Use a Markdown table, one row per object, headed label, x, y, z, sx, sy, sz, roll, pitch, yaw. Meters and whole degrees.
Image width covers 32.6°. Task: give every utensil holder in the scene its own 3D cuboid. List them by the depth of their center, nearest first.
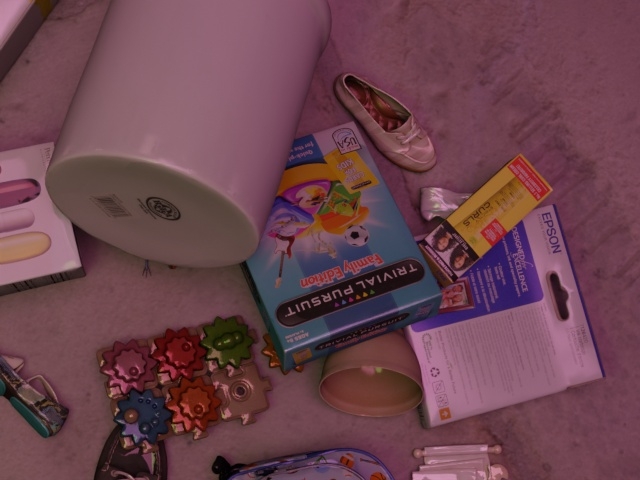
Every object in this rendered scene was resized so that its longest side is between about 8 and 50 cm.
| label | x | y | z | sx | sy | sz | roll | pitch | yaw |
| --- | --- | --- | --- | --- | --- | --- | --- | --- | --- |
| utensil holder | -0.181 | -0.197 | 1.556 | 0.327 | 0.327 | 0.385 | 18 | 63 | -8 |

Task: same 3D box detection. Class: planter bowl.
| label | x | y | z | sx | sy | sz | roll | pitch | yaw |
| --- | --- | --- | --- | --- | --- | --- | --- | --- | --- |
| planter bowl | 0.081 | 0.191 | 1.705 | 0.162 | 0.162 | 0.109 | 13 | 53 | -9 |

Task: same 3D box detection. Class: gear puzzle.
| label | x | y | z | sx | sy | sz | roll | pitch | yaw |
| --- | --- | --- | --- | --- | --- | --- | --- | --- | --- |
| gear puzzle | -0.159 | 0.203 | 1.678 | 0.339 | 0.044 | 0.175 | -13 | 75 | -22 |

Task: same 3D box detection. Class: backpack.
| label | x | y | z | sx | sy | sz | roll | pitch | yaw |
| --- | --- | --- | --- | --- | --- | --- | --- | --- | --- |
| backpack | -0.003 | 0.426 | 1.629 | 0.263 | 0.213 | 0.277 | -12 | 82 | -23 |

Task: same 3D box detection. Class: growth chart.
| label | x | y | z | sx | sy | sz | roll | pitch | yaw |
| --- | --- | --- | --- | --- | --- | --- | --- | --- | --- |
| growth chart | 0.215 | 0.440 | 1.755 | 0.172 | 0.021 | 0.237 | 8 | 81 | -10 |

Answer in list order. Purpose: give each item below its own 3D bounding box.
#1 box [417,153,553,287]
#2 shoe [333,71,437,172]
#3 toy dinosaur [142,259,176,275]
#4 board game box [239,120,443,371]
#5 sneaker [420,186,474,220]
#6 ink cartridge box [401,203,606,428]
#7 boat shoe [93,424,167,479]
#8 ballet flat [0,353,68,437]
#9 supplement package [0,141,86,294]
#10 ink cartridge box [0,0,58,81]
| label | x | y | z | sx | sy | sz | roll | pitch | yaw |
| --- | --- | --- | --- | --- | --- | --- | --- | --- | --- |
| box | 0.258 | -0.032 | 1.747 | 0.232 | 0.058 | 0.087 | -40 | 88 | -15 |
| shoe | 0.108 | -0.195 | 1.798 | 0.219 | 0.058 | 0.076 | 42 | 77 | -3 |
| toy dinosaur | -0.258 | 0.011 | 1.711 | 0.082 | 0.047 | 0.090 | 24 | 67 | -26 |
| board game box | 0.000 | 0.000 | 1.679 | 0.253 | 0.079 | 0.336 | -19 | 63 | -13 |
| sneaker | 0.237 | -0.052 | 1.813 | 0.152 | 0.054 | 0.061 | 6 | 88 | -3 |
| ink cartridge box | 0.276 | 0.121 | 1.787 | 0.307 | 0.072 | 0.304 | -13 | 83 | -14 |
| boat shoe | -0.295 | 0.426 | 1.618 | 0.112 | 0.095 | 0.335 | 14 | 80 | -9 |
| ballet flat | -0.453 | 0.214 | 1.641 | 0.188 | 0.070 | 0.070 | 46 | 77 | -4 |
| supplement package | -0.469 | -0.022 | 1.616 | 0.203 | 0.149 | 0.194 | -14 | 85 | -12 |
| ink cartridge box | -0.548 | -0.406 | 1.645 | 0.279 | 0.160 | 0.385 | 33 | 78 | -6 |
